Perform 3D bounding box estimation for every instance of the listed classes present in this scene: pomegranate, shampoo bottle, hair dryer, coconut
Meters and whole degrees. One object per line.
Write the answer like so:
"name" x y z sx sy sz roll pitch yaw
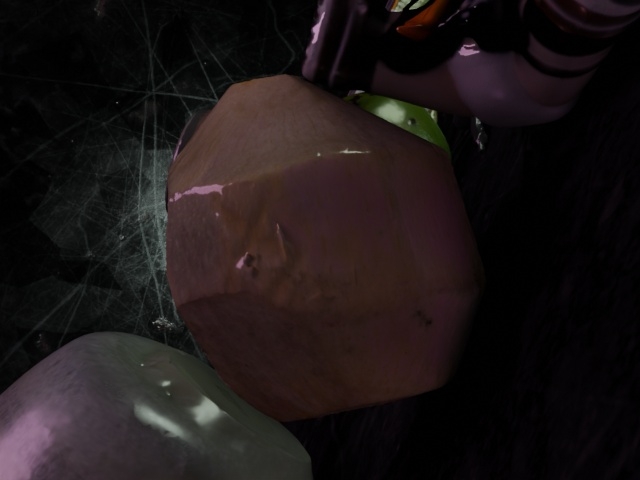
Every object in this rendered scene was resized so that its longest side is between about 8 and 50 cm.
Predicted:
"pomegranate" 0.057 -0.086 1.050 0.220 0.156 0.156 -65 1 -63
"shampoo bottle" -0.176 0.252 0.922 0.317 0.322 0.322 -60 5 6
"hair dryer" 0.148 -0.112 0.918 0.079 0.031 0.083 -52 26 39
"coconut" 0.000 0.000 0.680 0.237 0.197 0.236 -15 -90 -87

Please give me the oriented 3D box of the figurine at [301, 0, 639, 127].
"figurine" 0.128 -0.243 0.679 0.320 0.196 0.323 0 70 45

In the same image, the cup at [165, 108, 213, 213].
"cup" -0.055 -0.028 1.292 0.227 0.257 0.301 -60 -15 -59

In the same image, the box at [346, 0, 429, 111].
"box" 0.106 -0.227 1.462 0.200 0.106 0.299 147 147 -82
